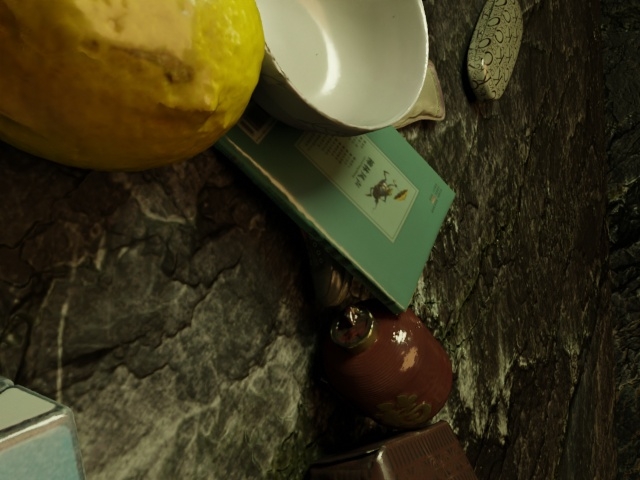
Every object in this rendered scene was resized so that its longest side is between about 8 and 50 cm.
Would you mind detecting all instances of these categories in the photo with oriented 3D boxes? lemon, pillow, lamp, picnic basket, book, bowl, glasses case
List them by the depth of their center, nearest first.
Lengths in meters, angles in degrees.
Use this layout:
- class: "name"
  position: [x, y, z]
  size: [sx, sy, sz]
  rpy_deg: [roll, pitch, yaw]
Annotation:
- class: "lemon"
  position: [-0.181, -0.172, 0.431]
  size: [0.288, 0.234, 0.233]
  rpy_deg: [-3, 91, -39]
- class: "bowl"
  position: [-0.011, -0.259, 0.634]
  size: [0.287, 0.144, 0.286]
  rpy_deg: [7, 80, -41]
- class: "book"
  position: [0.039, -0.107, 0.746]
  size: [0.379, 0.031, 0.264]
  rpy_deg: [44, 54, -15]
- class: "lamp"
  position: [0.099, 0.194, 0.799]
  size: [0.258, 0.180, 0.180]
  rpy_deg: [47, 55, -37]
- class: "picnic basket"
  position: [0.111, 0.373, 0.800]
  size: [0.297, 0.223, 0.129]
  rpy_deg: [8, 60, -49]
- class: "pillow"
  position: [0.180, -0.291, 1.008]
  size: [0.233, 0.038, 0.130]
  rpy_deg: [-21, 102, -46]
- class: "glasses case"
  position: [0.440, -0.495, 1.286]
  size: [0.137, 0.085, 0.354]
  rpy_deg: [49, 53, -38]

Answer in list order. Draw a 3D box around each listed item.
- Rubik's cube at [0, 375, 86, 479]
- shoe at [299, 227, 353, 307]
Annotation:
- class: "Rubik's cube"
  position: [-0.277, 0.217, 0.320]
  size: [0.205, 0.207, 0.205]
  rpy_deg: [-15, 99, -49]
- class: "shoe"
  position: [0.000, 0.002, 0.767]
  size: [0.077, 0.074, 0.194]
  rpy_deg: [10, 79, -38]
